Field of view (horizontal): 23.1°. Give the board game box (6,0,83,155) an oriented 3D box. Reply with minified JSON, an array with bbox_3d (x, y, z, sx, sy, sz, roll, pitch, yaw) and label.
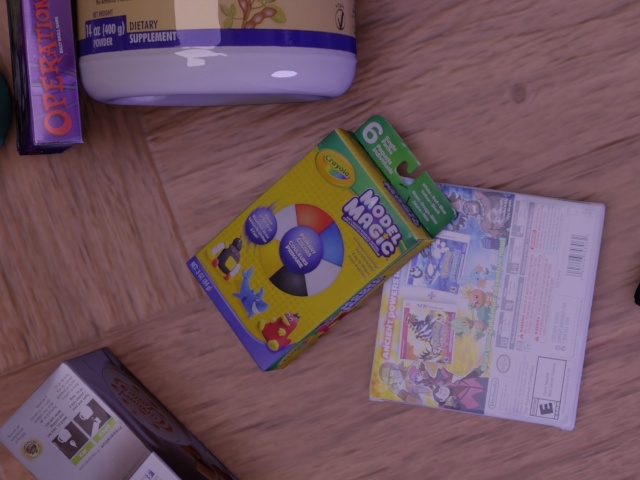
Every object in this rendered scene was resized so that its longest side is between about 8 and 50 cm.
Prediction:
[{"bbox_3d":[-0.252,-0.251,1.375,0.056,0.208,0.347,-5,91,-18],"label":"board game box"}]

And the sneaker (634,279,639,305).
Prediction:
[{"bbox_3d":[0.404,0.103,1.348,0.302,0.108,0.121,43,102,10],"label":"sneaker"}]

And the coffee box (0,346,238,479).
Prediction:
[{"bbox_3d":[-0.157,0.220,1.412,0.246,0.141,0.098,45,97,5],"label":"coffee box"}]

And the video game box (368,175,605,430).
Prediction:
[{"bbox_3d":[0.148,0.055,1.407,0.187,0.048,0.205,8,93,7],"label":"video game box"}]

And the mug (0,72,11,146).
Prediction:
[{"bbox_3d":[-0.360,-0.133,1.450,0.129,0.097,0.158,-38,86,9],"label":"mug"}]

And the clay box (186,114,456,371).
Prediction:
[{"bbox_3d":[0.000,0.000,1.397,0.222,0.053,0.127,-42,75,19],"label":"clay box"}]

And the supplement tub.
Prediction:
[{"bbox_3d":[-0.090,-0.284,1.332,0.241,0.241,0.331,-1,92,9],"label":"supplement tub"}]
